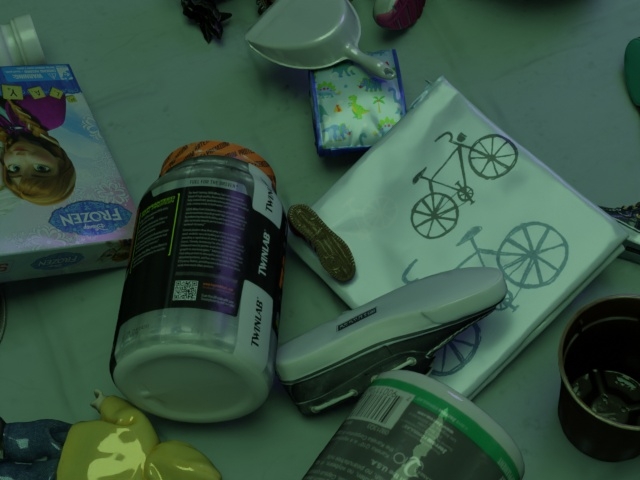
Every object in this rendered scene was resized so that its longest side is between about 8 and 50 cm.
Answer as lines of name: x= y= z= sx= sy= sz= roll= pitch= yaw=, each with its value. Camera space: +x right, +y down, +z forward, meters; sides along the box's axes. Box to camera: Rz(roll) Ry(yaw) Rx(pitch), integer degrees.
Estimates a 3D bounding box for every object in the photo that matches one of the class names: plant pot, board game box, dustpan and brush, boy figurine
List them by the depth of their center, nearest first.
plant pot: x=0.351 y=0.173 z=1.475 sx=0.166 sy=0.165 sz=0.167 roll=-1 pitch=60 yaw=2
boy figurine: x=-0.255 y=0.261 z=1.489 sx=0.285 sy=0.092 sz=0.177 roll=2 pitch=60 yaw=2
board game box: x=-0.424 y=-0.091 z=1.630 sx=0.318 sy=0.066 sz=0.318 roll=-9 pitch=57 yaw=-35
dustpan and brush: x=0.018 y=-0.272 z=1.712 sx=0.211 sy=0.060 sz=0.147 roll=30 pitch=71 yaw=37

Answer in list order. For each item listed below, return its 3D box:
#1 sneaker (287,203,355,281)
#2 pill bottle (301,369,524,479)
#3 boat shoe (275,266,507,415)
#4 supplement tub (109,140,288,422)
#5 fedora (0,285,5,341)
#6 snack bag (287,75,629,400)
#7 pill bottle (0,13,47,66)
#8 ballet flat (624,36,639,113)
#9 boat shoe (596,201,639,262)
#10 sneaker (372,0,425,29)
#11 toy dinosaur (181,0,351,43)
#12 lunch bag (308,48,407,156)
sneaker: x=0.000 y=0.000 z=1.605 sx=0.042 sy=0.067 sz=0.118 roll=-38 pitch=99 yaw=-4
pill bottle: x=0.049 y=0.337 z=1.371 sx=0.204 sy=0.204 sz=0.361 roll=30 pitch=66 yaw=18
boat shoe: x=0.092 y=0.126 z=1.510 sx=0.301 sy=0.108 sz=0.102 roll=-25 pitch=106 yaw=10
supplement tub: x=-0.140 y=0.045 z=1.537 sx=0.193 sy=0.194 sz=0.316 roll=2 pitch=54 yaw=3
fedora: x=-0.541 y=0.064 z=1.590 sx=0.243 sy=0.124 sz=0.275 roll=-35 pitch=65 yaw=-16
snack bag: x=0.158 y=0.000 z=1.610 sx=0.323 sy=0.037 sz=0.342 roll=-45 pitch=70 yaw=-5
pill bottle: x=-0.484 y=-0.251 z=1.773 sx=0.186 sy=0.112 sz=0.112 roll=-19 pitch=62 yaw=-9
ballet flat: x=0.474 y=-0.190 z=1.743 sx=0.067 sy=0.073 sz=0.206 roll=7 pitch=60 yaw=-26
boat shoe: x=0.406 y=-0.023 z=1.646 sx=0.183 sy=0.065 sz=0.083 roll=23 pitch=62 yaw=7
sneaker: x=0.105 y=-0.410 z=1.858 sx=0.111 sy=0.103 sz=0.252 roll=9 pitch=55 yaw=12
toy dinosaur: x=-0.110 y=-0.413 z=1.860 sx=0.321 sy=0.164 sz=0.218 roll=21 pitch=47 yaw=34
lunch bag: x=0.051 y=-0.179 z=1.724 sx=0.128 sy=0.096 sz=0.151 roll=-7 pitch=51 yaw=-2
